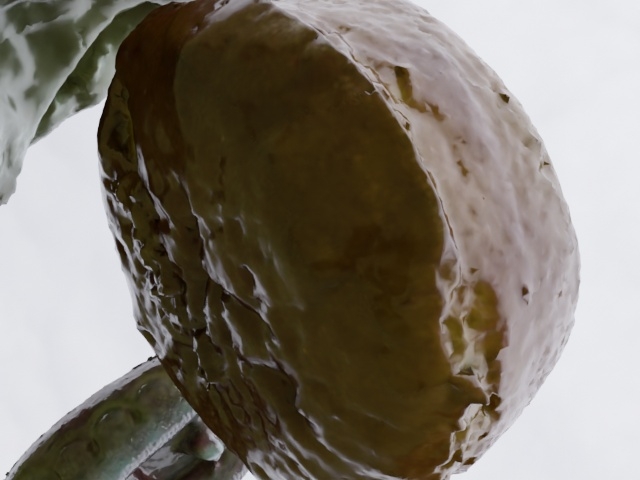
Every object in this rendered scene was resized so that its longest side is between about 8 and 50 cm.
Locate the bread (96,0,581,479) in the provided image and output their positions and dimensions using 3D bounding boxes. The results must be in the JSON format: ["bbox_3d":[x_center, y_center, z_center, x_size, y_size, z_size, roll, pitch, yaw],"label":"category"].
[{"bbox_3d":[-0.004,-0.002,0.616,0.312,0.172,0.312,33,-43,37],"label":"bread"}]

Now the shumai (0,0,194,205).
[{"bbox_3d":[-0.275,-0.112,0.729,0.397,0.324,0.323,8,-98,19],"label":"shumai"}]

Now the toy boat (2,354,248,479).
[{"bbox_3d":[-0.131,0.179,0.786,0.227,0.155,0.085,-37,-129,-6],"label":"toy boat"}]
